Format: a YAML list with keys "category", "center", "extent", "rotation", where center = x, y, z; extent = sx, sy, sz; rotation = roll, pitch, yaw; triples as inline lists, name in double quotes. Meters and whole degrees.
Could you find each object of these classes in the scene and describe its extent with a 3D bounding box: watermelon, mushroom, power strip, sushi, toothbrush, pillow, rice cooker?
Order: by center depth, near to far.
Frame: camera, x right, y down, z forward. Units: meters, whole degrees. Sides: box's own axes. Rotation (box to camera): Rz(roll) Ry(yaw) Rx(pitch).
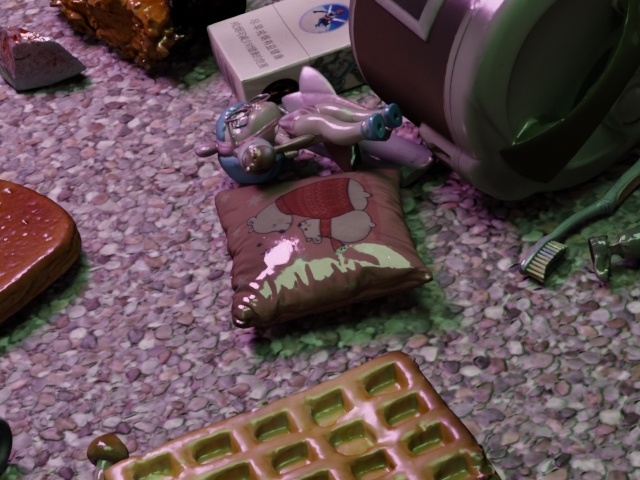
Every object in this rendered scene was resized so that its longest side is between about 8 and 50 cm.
- category: "mushroom"
  center: [-0.195, 0.296, 1.528]
  extent: [0.068, 0.043, 0.306]
  rotation: [-34, 38, 13]
- category: "pillow"
  center: [0.000, 0.000, 1.808]
  extent: [0.223, 0.084, 0.236]
  rotation: [-12, 39, -1]
- category: "toothbrush"
  center: [0.346, -0.066, 1.844]
  extent: [0.037, 0.028, 0.375]
  rotation: [28, 53, 33]
- category: "rice cooker"
  center: [0.224, -0.234, 1.860]
  extent: [0.335, 0.335, 0.325]
  rotation: [-27, 41, -19]
- category: "power strip"
  center: [0.038, -0.122, 1.999]
  extent: [0.252, 0.027, 0.060]
  rotation: [24, 51, 38]
- category: "watermelon"
  center: [-0.407, -0.256, 2.248]
  extent: [0.180, 0.094, 0.081]
  rotation: [8, 43, 47]
- category: "sushi"
  center: [-0.264, -0.389, 2.263]
  extent: [0.207, 0.234, 0.348]
  rotation: [-34, 38, -27]

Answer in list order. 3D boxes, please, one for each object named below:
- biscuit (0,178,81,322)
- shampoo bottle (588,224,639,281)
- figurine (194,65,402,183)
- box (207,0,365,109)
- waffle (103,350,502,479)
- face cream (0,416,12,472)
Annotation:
- category: "biscuit"
  center: [-0.427, 0.032, 1.912]
  extent: [0.262, 0.052, 0.277]
  rotation: [17, 47, 39]
- category: "shampoo bottle"
  center: [0.388, -0.004, 1.733]
  extent: [0.207, 0.057, 0.063]
  rotation: [-12, 45, 3]
- category: "figurine"
  center: [-0.029, -0.110, 1.905]
  extent: [0.260, 0.103, 0.205]
  rotation: [-3, 35, 38]
- category: "box"
  center: [-0.003, -0.260, 2.152]
  extent: [0.256, 0.069, 0.164]
  rotation: [-20, 38, -9]
- category: "waffle"
  center: [-0.016, 0.238, 1.489]
  extent: [0.327, 0.098, 0.224]
  rotation: [-20, 38, -15]
- category: "face cream"
  center: [-0.428, 0.188, 1.693]
  extent: [0.229, 0.075, 0.075]
  rotation: [13, 44, 29]
